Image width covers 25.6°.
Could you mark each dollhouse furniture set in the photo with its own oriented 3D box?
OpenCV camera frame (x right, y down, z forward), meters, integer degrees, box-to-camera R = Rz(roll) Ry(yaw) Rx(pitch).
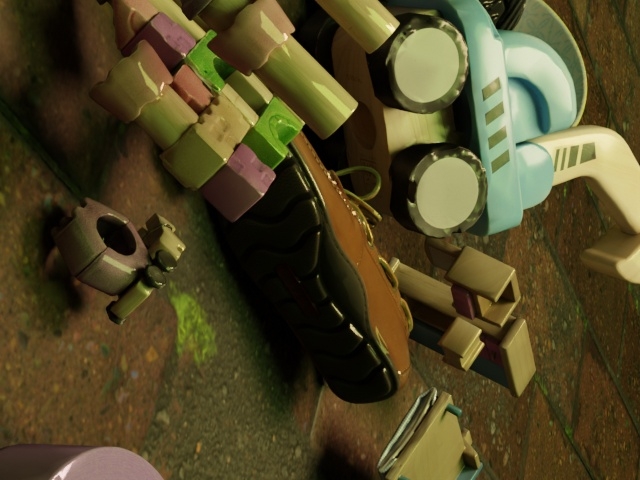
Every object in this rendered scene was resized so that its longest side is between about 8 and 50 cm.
[{"bbox_3d":[0.091,0.182,1.706,0.303,0.198,0.286,-54,151,-20],"label":"dollhouse furniture set"}]

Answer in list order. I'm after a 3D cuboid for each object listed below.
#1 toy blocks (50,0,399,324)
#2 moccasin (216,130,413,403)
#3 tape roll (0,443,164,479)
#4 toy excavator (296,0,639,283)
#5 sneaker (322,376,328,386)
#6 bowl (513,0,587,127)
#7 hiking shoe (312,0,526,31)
[{"bbox_3d":[-0.136,-0.156,1.241,0.260,0.309,0.288,44,26,-10],"label":"toy blocks"},{"bbox_3d":[0.003,-0.001,1.518,0.380,0.139,0.147,55,33,-26],"label":"moccasin"},{"bbox_3d":[-0.211,0.303,1.135,0.275,0.090,0.275,7,82,-63],"label":"tape roll"},{"bbox_3d":[0.239,-0.114,1.684,0.445,0.222,0.433,-17,108,-23],"label":"toy excavator"},{"bbox_3d":[0.018,0.134,1.659,0.134,0.051,0.070,44,44,-61],"label":"sneaker"},{"bbox_3d":[0.198,-0.205,1.904,0.156,0.289,0.289,126,-19,-59],"label":"bowl"},{"bbox_3d":[0.109,-0.307,1.773,0.304,0.132,0.113,-3,125,-32],"label":"hiking shoe"}]
